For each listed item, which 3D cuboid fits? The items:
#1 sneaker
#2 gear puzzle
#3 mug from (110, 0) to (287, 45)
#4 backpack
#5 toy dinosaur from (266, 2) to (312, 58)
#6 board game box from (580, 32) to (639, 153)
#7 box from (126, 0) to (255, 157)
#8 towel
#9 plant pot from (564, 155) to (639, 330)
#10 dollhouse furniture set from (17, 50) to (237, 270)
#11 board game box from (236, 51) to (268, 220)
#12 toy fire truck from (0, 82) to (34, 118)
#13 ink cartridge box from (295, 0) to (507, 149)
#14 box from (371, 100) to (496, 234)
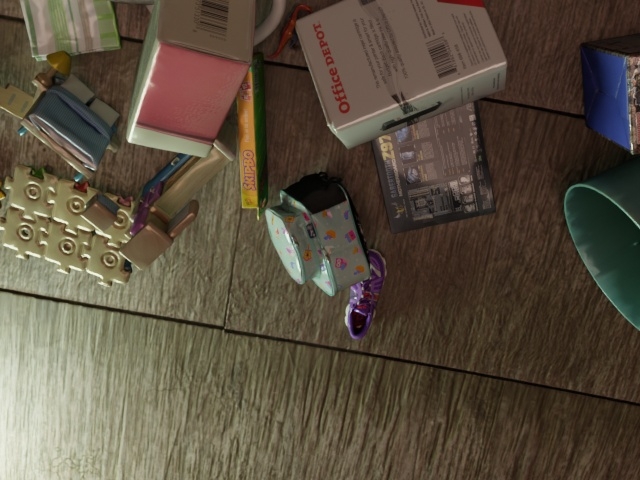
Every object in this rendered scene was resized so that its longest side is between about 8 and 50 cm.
[{"bbox_3d":[0.081,0.097,1.361,0.068,0.071,0.170,5,107,1],"label":"sneaker"},{"bbox_3d":[-0.480,-0.042,1.362,0.338,0.044,0.175,18,109,0],"label":"gear puzzle"},{"bbox_3d":[-0.186,-0.445,1.114,0.328,0.276,0.374,-15,127,15],"label":"mug"},{"bbox_3d":[0.000,0.000,1.278,0.144,0.166,0.188,-32,110,-12],"label":"backpack"},{"bbox_3d":[-0.042,-0.339,1.229,0.047,0.090,0.082,29,151,4],"label":"toy dinosaur"},{"bbox_3d":[0.570,-0.242,1.146,0.291,0.232,0.141,-8,108,6],"label":"board game box"},{"bbox_3d":[-0.186,-0.247,1.079,0.126,0.149,0.232,10,151,-19],"label":"box"},{"bbox_3d":[-0.413,-0.362,1.263,0.152,0.023,0.113,-6,108,4],"label":"towel"},{"bbox_3d":[0.569,-0.019,1.199,0.235,0.293,0.293,-30,104,-2],"label":"plant pot"},{"bbox_3d":[-0.307,-0.171,1.181,0.198,0.286,0.303,-42,113,14],"label":"dollhouse furniture set"},{"bbox_3d":[-0.110,-0.171,1.256,0.039,0.124,0.259,-2,107,5],"label":"board game box"},{"bbox_3d":[-0.585,-0.212,1.269,0.246,0.158,0.217,28,107,5],"label":"toy fire truck"},{"bbox_3d":[0.123,-0.285,1.178,0.272,0.114,0.197,-20,77,8],"label":"ink cartridge box"},{"bbox_3d":[0.183,-0.141,1.286,0.183,0.059,0.233,-13,107,7],"label":"box"}]
